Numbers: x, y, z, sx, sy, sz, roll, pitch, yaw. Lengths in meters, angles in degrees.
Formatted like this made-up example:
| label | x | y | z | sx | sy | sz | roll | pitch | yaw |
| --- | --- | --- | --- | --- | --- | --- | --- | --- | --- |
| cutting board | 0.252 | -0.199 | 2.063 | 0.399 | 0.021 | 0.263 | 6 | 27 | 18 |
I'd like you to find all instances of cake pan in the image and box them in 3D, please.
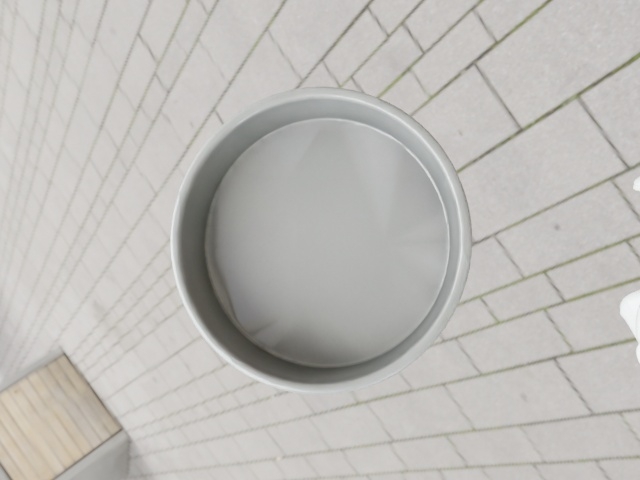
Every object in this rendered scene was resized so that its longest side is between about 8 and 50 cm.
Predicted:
| label | x | y | z | sx | sy | sz | roll | pitch | yaw |
| --- | --- | --- | --- | --- | --- | --- | --- | --- | --- |
| cake pan | 0.000 | 0.000 | 0.785 | 0.293 | 0.293 | 0.054 | 50 | -172 | 8 |

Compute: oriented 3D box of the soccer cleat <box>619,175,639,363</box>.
| label | x | y | z | sx | sy | sz | roll | pitch | yaw |
| --- | --- | --- | --- | --- | --- | --- | --- | --- | --- |
| soccer cleat | 0.264 | 0.093 | 0.500 | 0.143 | 0.331 | 0.116 | -10 | 156 | 41 |
